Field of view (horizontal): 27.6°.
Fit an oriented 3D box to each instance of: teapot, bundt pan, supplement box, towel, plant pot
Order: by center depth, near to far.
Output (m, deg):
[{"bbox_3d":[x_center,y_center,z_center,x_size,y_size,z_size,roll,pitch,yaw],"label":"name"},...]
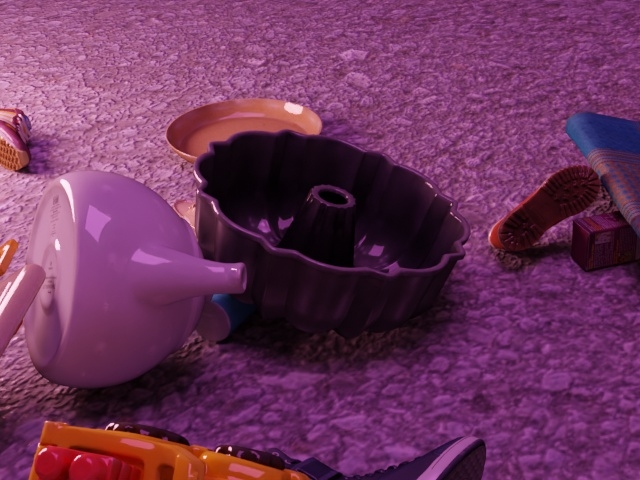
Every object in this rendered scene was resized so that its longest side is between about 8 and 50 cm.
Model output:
[{"bbox_3d":[-0.209,0.046,1.421,0.187,0.252,0.256,5,37,-27],"label":"teapot"},{"bbox_3d":[0.000,0.000,1.518,0.331,0.124,0.331,13,28,-7],"label":"bundt pan"},{"bbox_3d":[0.357,-0.001,1.614,0.083,0.055,0.043,-10,29,-16],"label":"supplement box"},{"bbox_3d":[0.481,-0.061,1.673,0.271,0.040,0.370,8,28,-10],"label":"towel"},{"bbox_3d":[-0.114,-0.156,1.966,0.236,0.032,0.236,-3,29,1],"label":"plant pot"}]

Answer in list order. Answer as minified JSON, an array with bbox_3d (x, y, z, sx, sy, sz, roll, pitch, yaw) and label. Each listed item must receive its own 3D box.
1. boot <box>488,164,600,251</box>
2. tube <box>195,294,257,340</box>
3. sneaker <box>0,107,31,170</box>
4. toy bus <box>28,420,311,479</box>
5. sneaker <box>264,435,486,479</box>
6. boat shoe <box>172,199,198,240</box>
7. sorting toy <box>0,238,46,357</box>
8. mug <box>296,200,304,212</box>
[{"bbox_3d":[0.278,-0.040,1.640,0.158,0.059,0.084,-34,-1,-12],"label":"boot"},{"bbox_3d":[-0.084,0.053,1.566,0.080,0.052,0.207,19,29,17],"label":"tube"},{"bbox_3d":[-0.469,-0.165,1.973,0.084,0.069,0.185,-26,37,-28],"label":"sneaker"},{"bbox_3d":[-0.136,0.217,1.051,0.220,0.211,0.149,8,72,16],"label":"toy bus"},{"bbox_3d":[0.036,0.223,1.193,0.163,0.086,0.226,23,38,34],"label":"sneaker"},{"bbox_3d":[-0.142,-0.026,1.697,0.063,0.059,0.170,-21,33,-30],"label":"boat shoe"},{"bbox_3d":[-0.377,0.124,1.371,0.196,0.047,0.347,-26,29,34],"label":"sorting toy"},{"bbox_3d":[-0.030,-0.031,1.692,0.062,0.064,0.078,-21,33,-29],"label":"mug"}]
